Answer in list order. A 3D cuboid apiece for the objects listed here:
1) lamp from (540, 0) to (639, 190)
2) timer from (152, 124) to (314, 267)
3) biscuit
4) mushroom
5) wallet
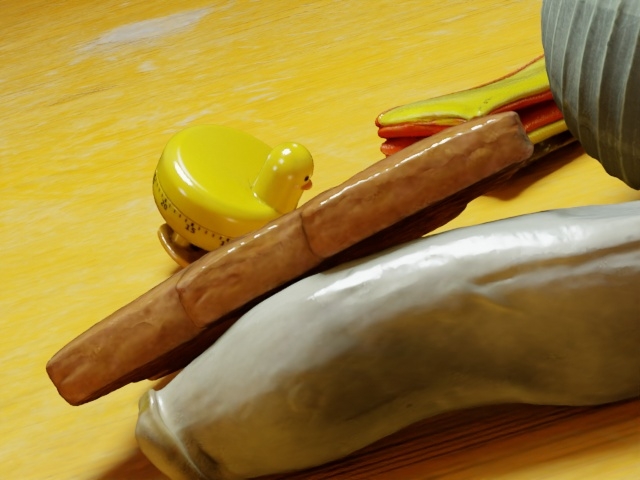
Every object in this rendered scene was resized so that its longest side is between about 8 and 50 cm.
[{"bbox_3d":[0.257,-0.133,0.948,0.233,0.233,0.265,-7,7,25],"label":"lamp"},{"bbox_3d":[-0.063,-0.043,1.124,0.107,0.109,0.107,18,37,-14],"label":"timer"},{"bbox_3d":[0.000,0.000,0.875,0.306,0.043,0.284,-32,-8,40],"label":"biscuit"},{"bbox_3d":[0.076,0.043,0.787,0.351,0.109,0.097,-16,39,0],"label":"mushroom"},{"bbox_3d":[0.168,-0.106,1.187,0.241,0.067,0.141,-24,16,-31],"label":"wallet"}]
